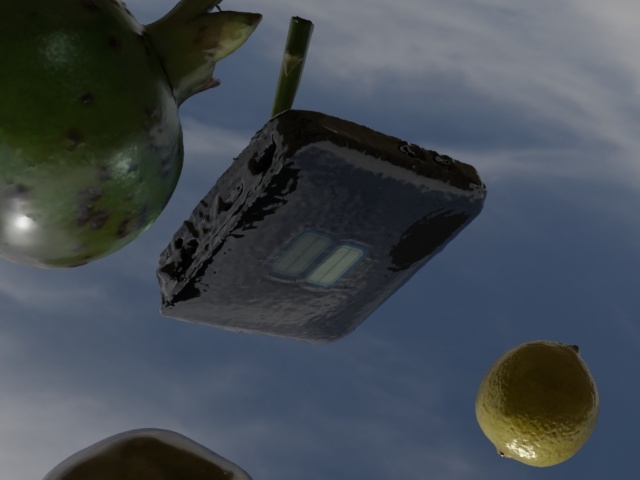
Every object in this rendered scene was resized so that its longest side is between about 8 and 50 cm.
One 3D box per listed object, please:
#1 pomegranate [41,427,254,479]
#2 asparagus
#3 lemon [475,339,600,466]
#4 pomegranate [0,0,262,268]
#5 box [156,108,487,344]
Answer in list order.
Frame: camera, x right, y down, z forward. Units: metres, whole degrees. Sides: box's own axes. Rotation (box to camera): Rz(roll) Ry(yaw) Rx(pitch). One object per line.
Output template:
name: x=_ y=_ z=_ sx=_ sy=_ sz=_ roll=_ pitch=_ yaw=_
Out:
pomegranate: x=-0.201 y=0.364 z=0.988 sx=0.320 sy=0.319 sz=0.319 roll=11 pitch=-143 yaw=-8
asparagus: x=-0.047 y=-0.274 z=1.349 sx=0.041 sy=0.178 sz=0.045 roll=12 pitch=-170 yaw=-12
lemon: x=0.331 y=0.243 z=1.258 sx=0.178 sy=0.203 sz=0.178 roll=36 pitch=179 yaw=1
pomegranate: x=-0.160 y=-0.094 z=0.559 sx=0.263 sy=0.211 sz=0.211 roll=-24 pitch=-131 yaw=-11
box: x=0.000 y=0.000 z=1.079 sx=0.350 sy=0.359 sz=0.091 roll=14 pitch=-138 yaw=-40
